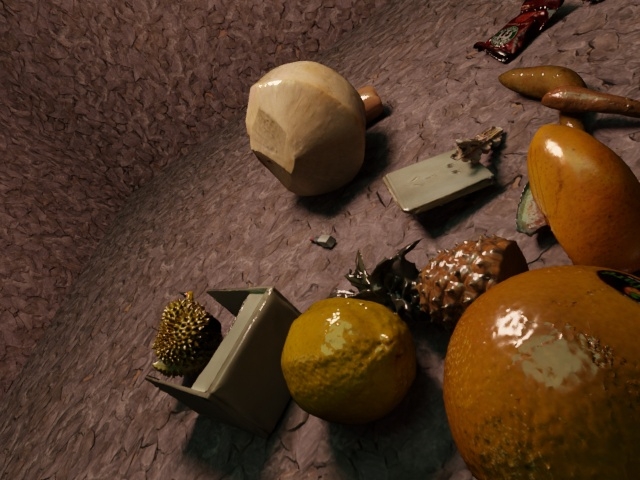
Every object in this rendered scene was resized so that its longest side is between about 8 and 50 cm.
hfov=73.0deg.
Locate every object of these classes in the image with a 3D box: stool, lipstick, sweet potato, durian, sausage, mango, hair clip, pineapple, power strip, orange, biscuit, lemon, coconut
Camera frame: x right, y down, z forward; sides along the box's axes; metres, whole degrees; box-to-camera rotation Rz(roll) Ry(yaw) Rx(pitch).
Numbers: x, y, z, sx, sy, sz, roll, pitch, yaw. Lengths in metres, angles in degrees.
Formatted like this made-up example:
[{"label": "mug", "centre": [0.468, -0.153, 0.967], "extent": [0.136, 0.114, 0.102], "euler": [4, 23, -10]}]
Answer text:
[{"label": "stool", "centre": [-0.184, 0.244, 0.923], "extent": [0.270, 0.170, 0.243], "euler": [-7, 43, 44]}, {"label": "lipstick", "centre": [0.000, 0.000, 1.168], "extent": [0.025, 0.025, 0.107], "euler": [-53, 26, -18]}, {"label": "sweet potato", "centre": [0.530, -0.258, 0.818], "extent": [0.214, 0.050, 0.050], "euler": [27, 70, 38]}, {"label": "durian", "centre": [-0.321, 0.228, 1.105], "extent": [0.138, 0.193, 0.237], "euler": [-10, 55, 12]}, {"label": "sausage", "centre": [0.102, -0.441, 1.522], "extent": [0.253, 0.123, 0.123], "euler": [-25, 34, 22]}, {"label": "mango", "centre": [0.391, -0.063, 0.642], "extent": [0.126, 0.154, 0.252], "euler": [-24, 76, 14]}, {"label": "hair clip", "centre": [0.352, -0.212, 0.968], "extent": [0.062, 0.056, 0.214], "euler": [33, 39, 31]}, {"label": "pineapple", "centre": [0.160, 0.082, 0.751], "extent": [0.365, 0.165, 0.165], "euler": [-8, 44, 42]}, {"label": "power strip", "centre": [0.266, -0.122, 0.986], "extent": [0.213, 0.064, 0.198], "euler": [-21, 33, 7]}, {"label": "orange", "centre": [0.262, 0.156, 0.448], "extent": [0.274, 0.274, 0.274], "euler": [-29, 33, 21]}, {"label": "biscuit", "centre": [0.578, -0.622, 1.273], "extent": [0.235, 0.063, 0.151], "euler": [-42, 30, 5]}, {"label": "lemon", "centre": [0.042, 0.192, 0.704], "extent": [0.260, 0.204, 0.204], "euler": [-29, 29, 51]}, {"label": "coconut", "centre": [-0.048, -0.330, 1.295], "extent": [0.344, 0.416, 0.415], "euler": [-45, 23, 38]}, {"label": "sweet potato", "centre": [0.520, -0.328, 0.961], "extent": [0.108, 0.079, 0.346], "euler": [-42, 33, 24]}]

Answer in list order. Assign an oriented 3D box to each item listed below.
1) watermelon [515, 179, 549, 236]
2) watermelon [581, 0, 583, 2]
[{"label": "watermelon", "centre": [0.430, -0.067, 0.742], "extent": [0.139, 0.071, 0.187], "euler": [34, 92, 39]}, {"label": "watermelon", "centre": [0.774, -0.765, 1.156], "extent": [0.128, 0.146, 0.231], "euler": [1, 48, 48]}]
